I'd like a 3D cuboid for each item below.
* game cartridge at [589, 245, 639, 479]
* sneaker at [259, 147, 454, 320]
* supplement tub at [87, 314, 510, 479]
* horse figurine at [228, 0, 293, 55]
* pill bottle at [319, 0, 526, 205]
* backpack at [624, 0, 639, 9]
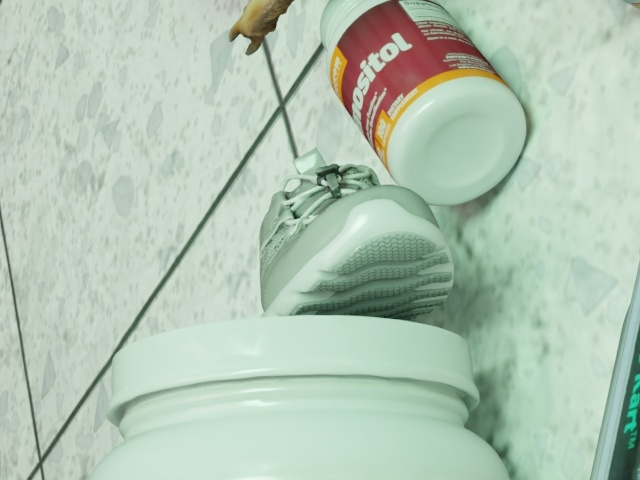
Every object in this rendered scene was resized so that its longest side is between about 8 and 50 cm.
[{"bbox_3d":[0.191,0.117,0.582,0.068,0.230,0.355,128,160,-64],"label":"game cartridge"},{"bbox_3d":[0.000,0.000,1.083,0.281,0.105,0.115,135,123,-76],"label":"sneaker"},{"bbox_3d":[-0.009,0.224,1.004,0.241,0.241,0.331,-27,61,56],"label":"supplement tub"},{"bbox_3d":[0.050,-0.213,1.099,0.263,0.066,0.174,-11,39,52],"label":"horse figurine"},{"bbox_3d":[0.055,-0.095,1.115,0.086,0.086,0.152,-66,33,27],"label":"pill bottle"},{"bbox_3d":[0.156,-0.200,0.900,0.166,0.144,0.188,-54,51,19],"label":"backpack"}]
